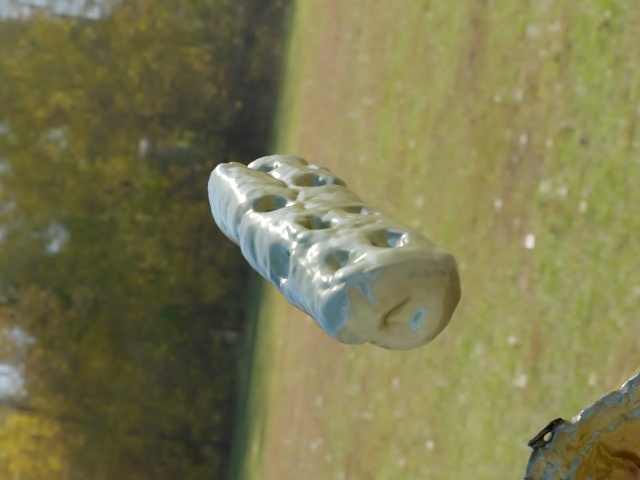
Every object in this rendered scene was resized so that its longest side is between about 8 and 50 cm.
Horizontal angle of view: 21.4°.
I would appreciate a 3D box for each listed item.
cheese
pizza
[{"bbox_3d":[0.000,0.000,0.749,0.194,0.065,0.043,-138,49,-64],"label":"cheese"},{"bbox_3d":[0.206,0.072,0.798,0.365,0.074,0.182,-13,-35,-56],"label":"pizza"}]
